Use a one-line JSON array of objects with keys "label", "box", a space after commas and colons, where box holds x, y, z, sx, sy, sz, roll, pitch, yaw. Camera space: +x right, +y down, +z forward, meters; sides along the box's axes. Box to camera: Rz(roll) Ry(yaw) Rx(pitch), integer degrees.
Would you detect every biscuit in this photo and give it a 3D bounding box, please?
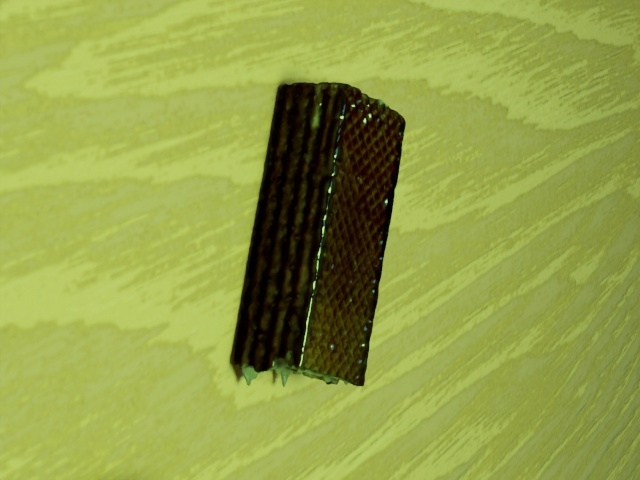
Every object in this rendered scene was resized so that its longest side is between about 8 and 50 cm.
[{"label": "biscuit", "box": [0.000, 0.000, 0.962, 0.106, 0.070, 0.252, 22, 76, -55]}]
